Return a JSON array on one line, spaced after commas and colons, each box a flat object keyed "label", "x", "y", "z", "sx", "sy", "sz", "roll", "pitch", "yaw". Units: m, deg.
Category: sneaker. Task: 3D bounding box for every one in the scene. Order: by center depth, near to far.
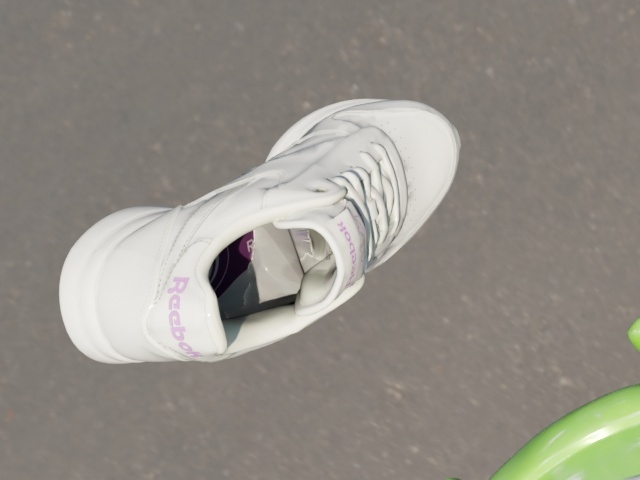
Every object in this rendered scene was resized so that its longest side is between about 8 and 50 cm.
[{"label": "sneaker", "x": 0.000, "y": 0.000, "z": 0.915, "sx": 0.152, "sy": 0.114, "sz": 0.305, "roll": 4, "pitch": 27, "yaw": 47}]

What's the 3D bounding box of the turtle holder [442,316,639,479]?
[{"label": "turtle holder", "x": 0.227, "y": 0.216, "z": 0.853, "sx": 0.243, "sy": 0.320, "sz": 0.227, "roll": -29, "pitch": 47, "yaw": 6}]
